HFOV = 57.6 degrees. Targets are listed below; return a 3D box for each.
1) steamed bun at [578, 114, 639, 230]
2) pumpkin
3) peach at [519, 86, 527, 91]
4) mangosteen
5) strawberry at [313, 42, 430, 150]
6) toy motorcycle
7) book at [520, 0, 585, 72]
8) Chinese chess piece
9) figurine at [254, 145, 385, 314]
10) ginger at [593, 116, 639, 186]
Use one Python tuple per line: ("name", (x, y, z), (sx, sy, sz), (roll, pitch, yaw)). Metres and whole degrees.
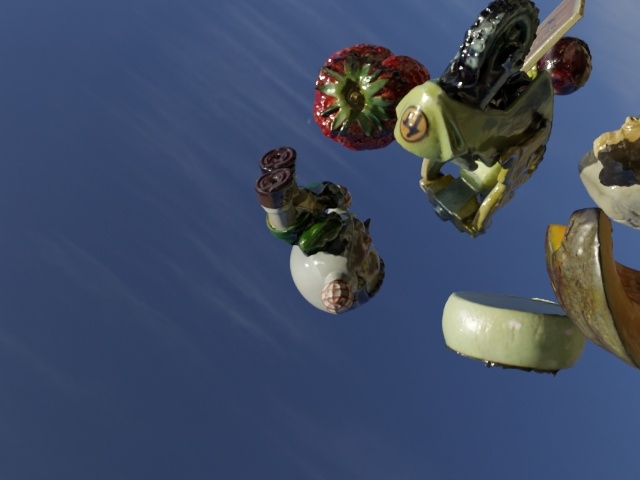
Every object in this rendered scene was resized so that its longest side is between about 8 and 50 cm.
("steamed bun", (0.801, -0.156, 1.282), (0.236, 0.383, 0.247), (47, -158, -28))
("pumpkin", (0.328, 0.078, 0.685), (0.254, 0.130, 0.149), (29, -111, -33))
("peach", (0.431, -0.379, 1.445), (0.152, 0.152, 0.152), (12, -121, -21))
("mangosteen", (0.674, -0.494, 1.656), (0.166, 0.180, 0.166), (3, -94, -56))
("strawberry", (0.122, -0.330, 1.361), (0.250, 0.239, 0.288), (27, -160, 10))
("toy motorcycle", (0.240, -0.158, 0.872), (0.237, 0.410, 0.169), (-39, -124, 1))
("book", (0.448, -0.411, 1.142), (0.018, 0.170, 0.242), (39, -138, -5))
("Chinese chess piece", (0.488, 0.226, 1.482), (0.349, 0.349, 0.147), (4, -86, -25))
("figurine", (0.000, 0.000, 1.028), (0.370, 0.167, 0.281), (56, -153, -44))
("ginger", (0.599, -0.193, 0.979), (0.131, 0.294, 0.086), (49, -142, 4))
